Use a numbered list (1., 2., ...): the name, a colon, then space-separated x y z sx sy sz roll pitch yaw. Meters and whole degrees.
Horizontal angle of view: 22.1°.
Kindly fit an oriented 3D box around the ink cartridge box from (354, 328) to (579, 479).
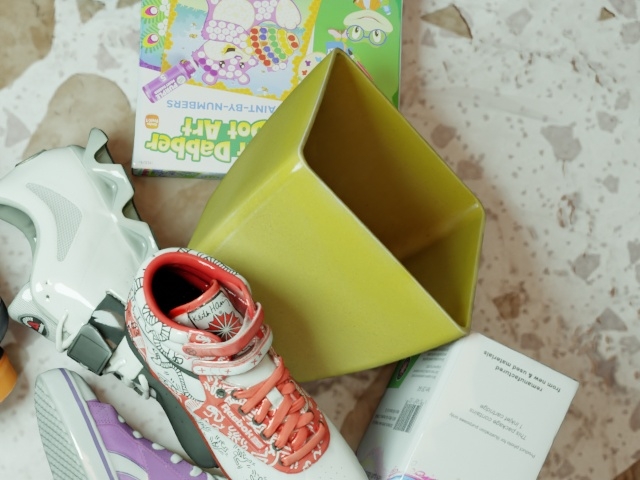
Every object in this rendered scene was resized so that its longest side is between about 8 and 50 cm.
1. ink cartridge box: 0.094 0.224 1.436 0.117 0.201 0.278 27 82 -7

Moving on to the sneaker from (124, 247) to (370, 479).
1. sneaker: -0.056 0.121 1.306 0.090 0.145 0.270 -39 77 -22

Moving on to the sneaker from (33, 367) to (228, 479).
1. sneaker: -0.140 0.220 1.480 0.161 0.102 0.282 -27 81 -28

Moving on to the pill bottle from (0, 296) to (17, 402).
1. pill bottle: -0.356 0.042 1.418 0.130 0.130 0.245 -28 113 -8

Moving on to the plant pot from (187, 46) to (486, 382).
1. plant pot: 0.000 0.000 1.426 0.187 0.212 0.212 -35 110 26

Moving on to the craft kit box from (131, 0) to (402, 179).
1. craft kit box: -0.048 -0.178 1.540 0.250 0.061 0.246 2 87 -6

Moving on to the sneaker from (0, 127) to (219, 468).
1. sneaker: -0.193 0.072 1.452 0.146 0.122 0.330 -24 75 -20
